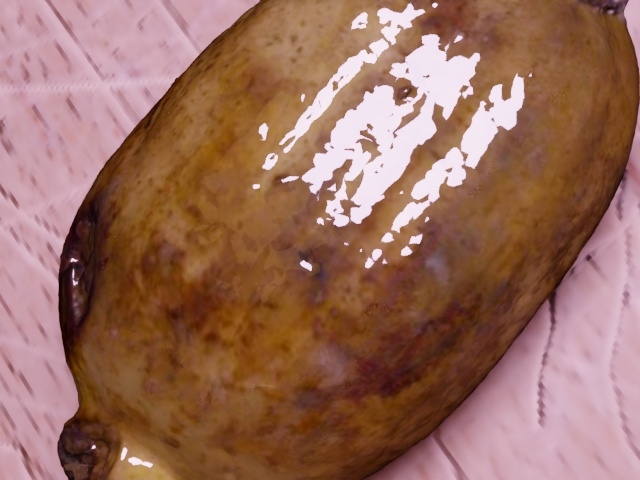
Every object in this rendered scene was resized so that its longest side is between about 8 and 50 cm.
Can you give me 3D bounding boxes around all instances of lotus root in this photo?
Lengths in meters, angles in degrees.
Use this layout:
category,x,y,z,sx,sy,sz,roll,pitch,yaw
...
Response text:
category,x,y,z,sx,sy,sz,roll,pitch,yaw
lotus root,0.000,0.000,0.619,0.145,0.128,0.260,41,96,19
